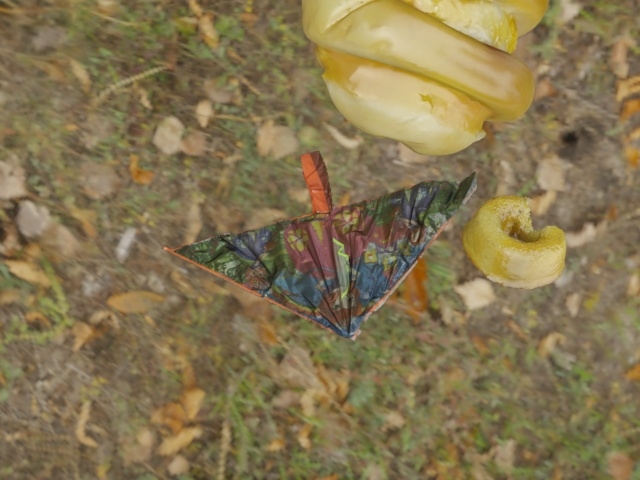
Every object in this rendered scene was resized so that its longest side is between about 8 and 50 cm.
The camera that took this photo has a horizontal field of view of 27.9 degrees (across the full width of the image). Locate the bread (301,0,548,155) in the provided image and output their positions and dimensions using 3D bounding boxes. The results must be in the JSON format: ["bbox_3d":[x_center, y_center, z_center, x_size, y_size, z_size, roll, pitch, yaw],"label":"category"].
[{"bbox_3d":[0.049,-0.125,0.558,0.119,0.084,0.177,14,70,-45],"label":"bread"}]

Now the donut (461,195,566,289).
[{"bbox_3d":[0.195,-0.001,1.289,0.097,0.108,0.043,-31,147,-33],"label":"donut"}]

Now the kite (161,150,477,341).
[{"bbox_3d":[0.000,0.000,0.890,0.232,0.189,0.009,-15,134,5],"label":"kite"}]
